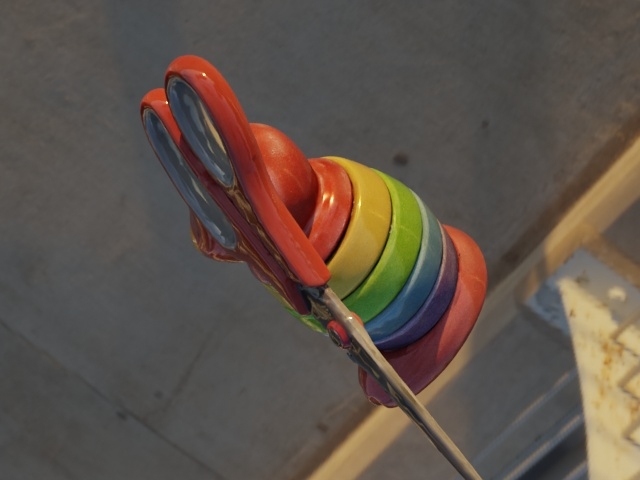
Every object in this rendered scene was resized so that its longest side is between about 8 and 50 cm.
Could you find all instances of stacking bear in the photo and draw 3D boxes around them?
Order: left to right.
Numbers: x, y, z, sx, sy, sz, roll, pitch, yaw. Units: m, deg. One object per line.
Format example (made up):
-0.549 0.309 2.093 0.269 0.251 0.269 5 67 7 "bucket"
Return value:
0.000 0.000 1.019 0.164 0.175 0.289 -39 133 21 "stacking bear"

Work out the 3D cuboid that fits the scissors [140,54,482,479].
0.001 0.033 0.576 0.297 0.021 0.109 54 154 9 "scissors"
